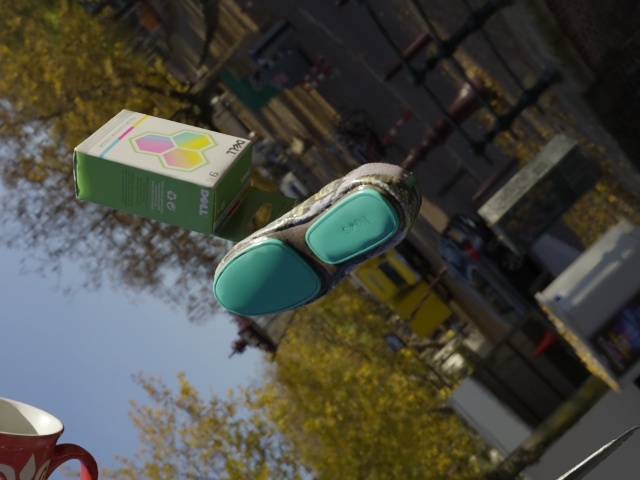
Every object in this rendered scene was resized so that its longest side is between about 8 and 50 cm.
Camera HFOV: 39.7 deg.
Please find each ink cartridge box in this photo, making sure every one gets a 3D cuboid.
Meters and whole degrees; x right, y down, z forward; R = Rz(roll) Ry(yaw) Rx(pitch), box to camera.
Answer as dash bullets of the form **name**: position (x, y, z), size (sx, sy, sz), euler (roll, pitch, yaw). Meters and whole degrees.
- **ink cartridge box**: position (-0.136, -0.067, 0.924), size (0.209, 0.062, 0.109), euler (16, -146, 10)

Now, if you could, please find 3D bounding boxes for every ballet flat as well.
- **ballet flat**: position (0.000, 0.000, 0.375), size (0.041, 0.114, 0.041), euler (23, -127, -35)

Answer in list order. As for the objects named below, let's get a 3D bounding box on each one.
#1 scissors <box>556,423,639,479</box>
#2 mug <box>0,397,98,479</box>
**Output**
- **scissors**: position (0.219, 0.286, 0.922), size (0.109, 0.297, 0.021), euler (51, -163, -21)
- **mug**: position (-0.260, 0.219, 0.690), size (0.150, 0.169, 0.113), euler (16, 178, -11)
